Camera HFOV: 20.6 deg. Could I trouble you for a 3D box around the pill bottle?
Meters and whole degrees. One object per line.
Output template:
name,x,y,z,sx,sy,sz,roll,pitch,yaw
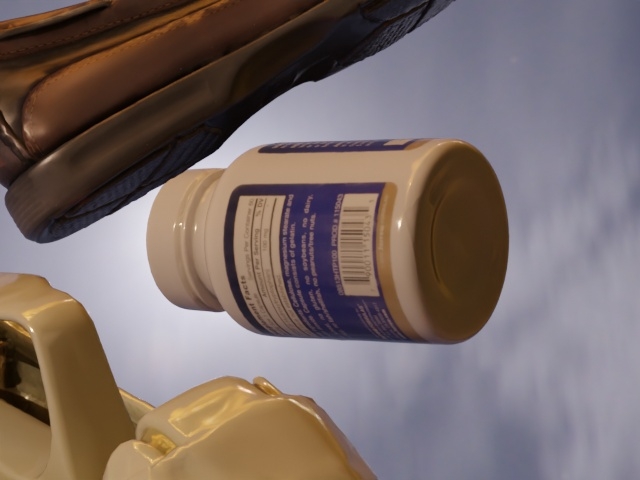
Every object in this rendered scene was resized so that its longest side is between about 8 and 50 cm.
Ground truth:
pill bottle,0.000,0.000,0.987,0.112,0.186,0.112,-2,-87,-55

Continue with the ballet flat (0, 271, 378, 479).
ballet flat,-0.066,0.090,0.574,0.139,0.400,0.139,-19,-63,-42

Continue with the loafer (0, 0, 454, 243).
loafer,-0.020,-0.113,0.753,0.302,0.109,0.095,-34,-95,-20
